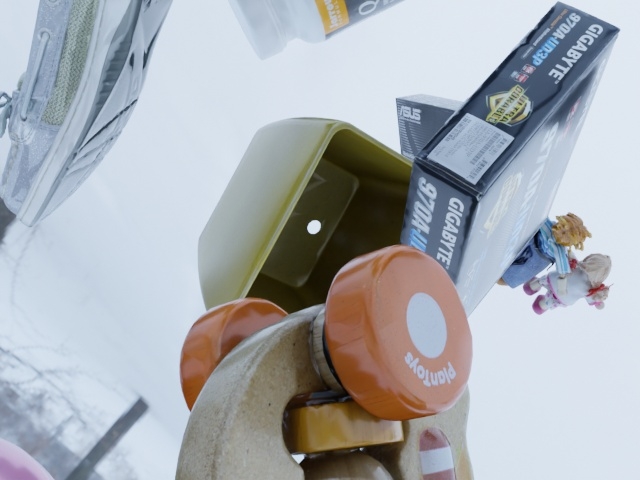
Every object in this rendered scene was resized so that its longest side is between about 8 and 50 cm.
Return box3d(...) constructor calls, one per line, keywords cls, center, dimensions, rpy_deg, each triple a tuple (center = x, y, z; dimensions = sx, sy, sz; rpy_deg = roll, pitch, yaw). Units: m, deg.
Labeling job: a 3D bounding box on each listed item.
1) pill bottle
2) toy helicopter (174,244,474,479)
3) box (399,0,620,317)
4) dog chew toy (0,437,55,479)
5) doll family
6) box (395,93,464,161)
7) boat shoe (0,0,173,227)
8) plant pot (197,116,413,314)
box3d(cls="pill bottle", center=(0.017, -0.355, 1.160), dimensions=(0.162, 0.278, 0.162), rpy_deg=(62, 177, 5))
box3d(cls="toy helicopter", center=(0.063, 0.183, 0.485), dimensions=(0.140, 0.235, 0.355), rpy_deg=(-21, 133, 38))
box3d(cls="box", center=(0.123, -0.034, 0.640), dimensions=(0.051, 0.175, 0.220), rpy_deg=(33, 152, 19))
box3d(cls="dog chew toy", center=(-0.283, 0.191, 0.527), dimensions=(0.206, 0.206, 0.332), rpy_deg=(29, 163, 28))
box3d(cls="doll family", center=(0.270, -0.017, 1.149), dimensions=(0.163, 0.118, 0.263), rpy_deg=(-41, 70, 55))
box3d(cls="box", center=(0.153, -0.077, 1.079), dimensions=(0.190, 0.045, 0.184), rpy_deg=(-143, 42, -65))
box3d(cls="boat shoe", center=(-0.204, -0.157, 0.737), dimensions=(0.103, 0.118, 0.320), rpy_deg=(29, 118, 1))
box3d(cls="plant pot", center=(0.000, 0.000, 0.854), dimensions=(0.212, 0.212, 0.187), rpy_deg=(25, -174, -35))
